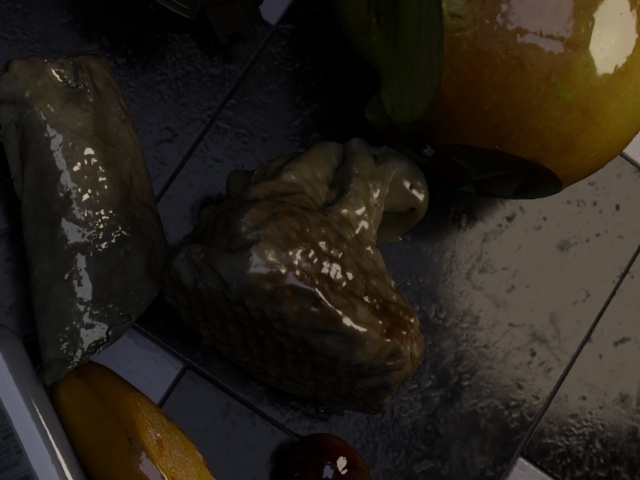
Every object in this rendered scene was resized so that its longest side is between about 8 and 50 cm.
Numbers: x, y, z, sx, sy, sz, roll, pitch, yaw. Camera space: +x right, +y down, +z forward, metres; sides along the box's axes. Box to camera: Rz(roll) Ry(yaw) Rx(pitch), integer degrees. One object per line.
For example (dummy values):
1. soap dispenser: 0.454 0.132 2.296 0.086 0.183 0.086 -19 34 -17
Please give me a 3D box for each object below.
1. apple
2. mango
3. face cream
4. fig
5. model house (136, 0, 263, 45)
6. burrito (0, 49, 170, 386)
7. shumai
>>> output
1. apple: 0.178 -0.224 1.797 0.384 0.374 0.374 12 77 17
2. mango: -0.195 0.207 1.710 0.102 0.141 0.217 -39 88 10
3. face cream: -0.298 0.257 1.682 0.163 0.080 0.337 -27 89 21
4. fig: 0.024 0.249 1.803 0.125 0.089 0.089 14 77 -38
5. model house: -0.152 -0.311 1.794 0.204 0.211 0.243 -14 120 23
6. burrito: -0.233 -0.033 1.737 0.175 0.107 0.348 -3 76 -41
7. shumai: 0.000 0.000 1.714 0.267 0.314 0.262 15 72 24
